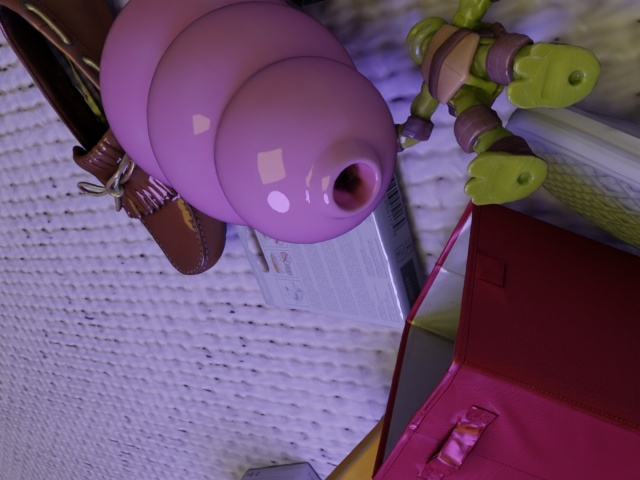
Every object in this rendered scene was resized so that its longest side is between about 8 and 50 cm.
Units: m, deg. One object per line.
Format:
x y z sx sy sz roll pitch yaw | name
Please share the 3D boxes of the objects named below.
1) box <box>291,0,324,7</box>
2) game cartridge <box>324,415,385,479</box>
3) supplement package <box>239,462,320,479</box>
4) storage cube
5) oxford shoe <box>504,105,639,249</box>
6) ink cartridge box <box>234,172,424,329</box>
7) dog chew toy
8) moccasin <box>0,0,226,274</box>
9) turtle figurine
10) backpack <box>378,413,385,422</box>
-0.031 -0.342 0.469 0.175 0.051 0.220 38 131 7 | box
0.168 0.296 0.612 0.285 0.053 0.324 43 89 3 | game cartridge
-0.100 0.531 0.892 0.175 0.293 0.178 -25 103 41 | supplement package
0.175 0.110 0.468 0.193 0.215 0.184 21 132 3 | storage cube
0.348 -0.016 0.384 0.449 0.169 0.130 28 93 26 | oxford shoe
0.000 0.000 0.671 0.232 0.066 0.189 5 121 46 | ink cartridge box
-0.059 -0.107 0.472 0.332 0.206 0.207 42 142 49 | dog chew toy
-0.241 -0.118 0.677 0.139 0.147 0.380 -8 115 35 | moccasin
0.108 -0.120 0.443 0.087 0.217 0.270 18 121 -26 | turtle figurine
0.140 0.297 0.712 0.158 0.117 0.173 -33 94 40 | backpack
